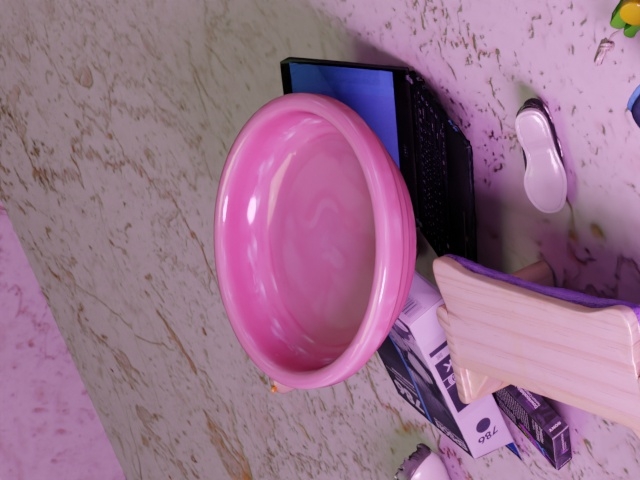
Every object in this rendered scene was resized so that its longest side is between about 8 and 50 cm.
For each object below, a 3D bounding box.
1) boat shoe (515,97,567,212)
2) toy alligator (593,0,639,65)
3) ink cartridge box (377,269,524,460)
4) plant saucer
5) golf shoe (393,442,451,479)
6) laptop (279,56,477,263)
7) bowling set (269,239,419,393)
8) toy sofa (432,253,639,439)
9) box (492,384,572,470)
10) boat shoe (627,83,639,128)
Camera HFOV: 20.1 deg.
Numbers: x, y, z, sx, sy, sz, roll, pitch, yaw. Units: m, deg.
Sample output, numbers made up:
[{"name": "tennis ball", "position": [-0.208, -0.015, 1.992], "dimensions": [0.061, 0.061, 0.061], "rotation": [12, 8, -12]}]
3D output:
[{"name": "boat shoe", "position": [0.228, -0.088, 1.872], "dimensions": [0.046, 0.038, 0.125], "rotation": [-10, 119, 21]}, {"name": "toy alligator", "position": [0.292, -0.213, 1.609], "dimensions": [0.051, 0.056, 0.189], "rotation": [16, 146, 1]}, {"name": "ink cartridge box", "position": [0.130, 0.147, 2.159], "dimensions": [0.165, 0.065, 0.332], "rotation": [38, 164, 46]}, {"name": "plant saucer", "position": [0.000, 0.000, 2.042], "dimensions": [0.332, 0.084, 0.332], "rotation": [4, 95, 54]}, {"name": "golf shoe", "position": [0.171, 0.383, 2.423], "dimensions": [0.120, 0.105, 0.272], "rotation": [18, 138, 36]}, {"name": "laptop", "position": [0.069, -0.068, 2.078], "dimensions": [0.264, 0.137, 0.234], "rotation": [-120, 18, -49]}, {"name": "bowling set", "position": [0.042, 0.076, 2.252], "dimensions": [0.200, 0.287, 0.154], "rotation": [-10, 117, 30]}, {"name": "toy sofa", "position": [0.278, 0.097, 1.829], "dimensions": [0.362, 0.150, 0.177], "rotation": [15, 123, 58]}, {"name": "box", "position": [0.231, 0.186, 2.115], "dimensions": [0.162, 0.029, 0.116], "rotation": [50, 171, 25]}, {"name": "boat shoe", "position": [0.343, -0.136, 1.520], "dimensions": [0.089, 0.109, 0.258], "rotation": [56, 157, 6]}]
